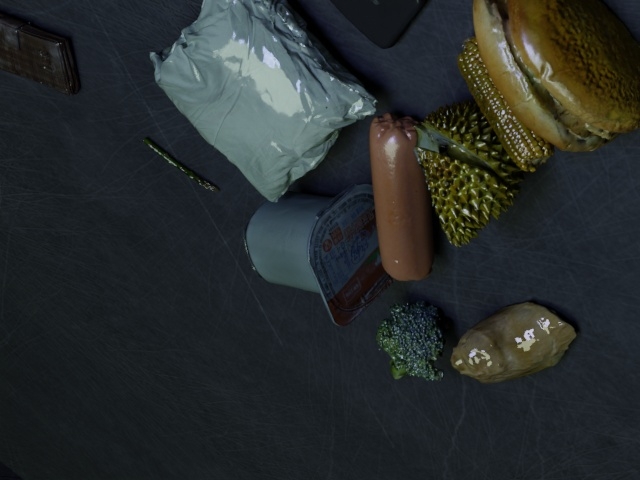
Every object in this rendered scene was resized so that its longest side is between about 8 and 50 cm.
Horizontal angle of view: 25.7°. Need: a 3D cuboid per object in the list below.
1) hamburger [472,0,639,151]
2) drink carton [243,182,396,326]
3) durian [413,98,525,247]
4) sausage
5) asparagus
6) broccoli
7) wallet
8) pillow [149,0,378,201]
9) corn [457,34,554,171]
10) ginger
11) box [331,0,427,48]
[{"bbox_3d":[0.283,-0.219,1.728,0.283,0.156,0.144,49,143,-11],"label":"hamburger"},{"bbox_3d":[0.000,0.000,2.197,0.189,0.185,0.191,15,137,48],"label":"drink carton"},{"bbox_3d":[0.212,-0.099,1.929,0.137,0.237,0.194,-20,92,6],"label":"durian"},{"bbox_3d":[0.122,-0.059,2.082,0.086,0.086,0.289,18,133,30],"label":"sausage"},{"bbox_3d":[-0.241,-0.127,2.408,0.163,0.016,0.016,36,123,12],"label":"asparagus"},{"bbox_3d":[0.144,0.181,2.289,0.122,0.118,0.204,17,153,1],"label":"broccoli"},{"bbox_3d":[-0.523,-0.335,2.448,0.230,0.042,0.124,25,142,25],"label":"wallet"},{"bbox_3d":[-0.089,-0.235,2.072,0.310,0.138,0.283,47,134,-6],"label":"pillow"},{"bbox_3d":[0.240,-0.183,1.825,0.207,0.068,0.068,64,148,21],"label":"corn"},{"bbox_3d":[0.286,0.159,2.124,0.193,0.122,0.115,-36,78,47],"label":"ginger"},{"bbox_3d":[0.078,-0.337,1.913,0.126,0.027,0.125,44,140,2],"label":"box"}]
